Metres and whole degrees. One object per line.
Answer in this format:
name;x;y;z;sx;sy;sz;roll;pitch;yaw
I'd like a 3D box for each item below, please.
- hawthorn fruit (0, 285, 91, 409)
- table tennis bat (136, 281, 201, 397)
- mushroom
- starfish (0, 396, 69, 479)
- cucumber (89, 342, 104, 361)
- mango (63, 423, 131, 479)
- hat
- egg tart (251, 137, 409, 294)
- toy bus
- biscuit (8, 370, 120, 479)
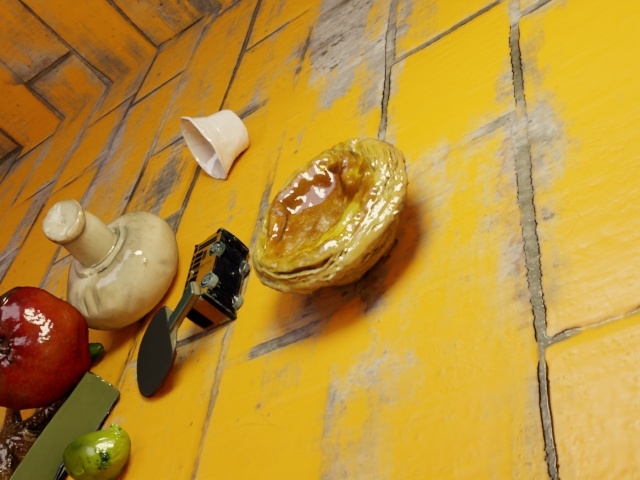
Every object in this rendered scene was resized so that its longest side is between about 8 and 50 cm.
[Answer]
hawthorn fruit;-0.629;0.245;1.819;0.265;0.265;0.307;-45;-13;0
table tennis bat;-0.317;0.194;1.686;0.301;0.022;0.173;-55;37;31
mushroom;-0.473;0.060;1.953;0.315;0.315;0.356;-58;-3;-21
starfish;-0.690;0.464;1.853;0.303;0.113;0.312;-18;36;38
cucumber;-0.605;0.292;2.014;0.250;0.056;0.056;-22;37;31
mango;-0.435;0.419;1.601;0.119;0.100;0.178;-21;1;-40
hat;-0.272;-0.275;2.206;0.126;0.203;0.203;-38;26;-20
egg tart;0.032;-0.031;1.517;0.352;0.150;0.352;-27;39;24
toy bus;-0.225;0.082;1.758;0.114;0.098;0.201;-29;35;30
biscuit;-0.546;0.432;1.736;0.322;0.099;0.038;-58;-1;-19
